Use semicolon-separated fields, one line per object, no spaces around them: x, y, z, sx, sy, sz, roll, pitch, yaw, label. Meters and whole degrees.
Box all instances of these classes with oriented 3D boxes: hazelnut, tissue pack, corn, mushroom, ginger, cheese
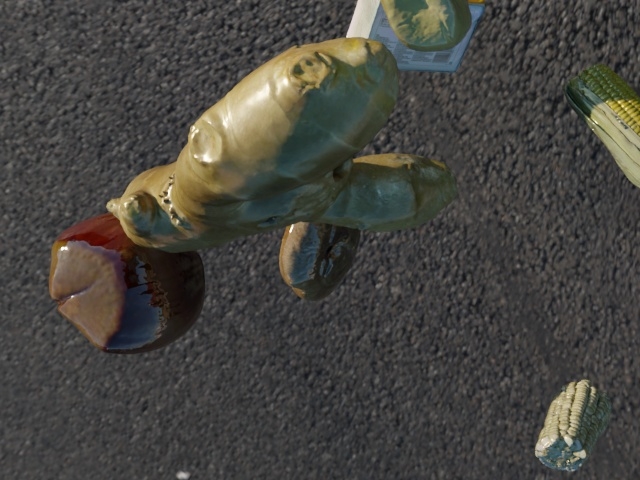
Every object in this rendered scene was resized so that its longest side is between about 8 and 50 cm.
-0.270;0.059;1.233;0.181;0.181;0.212;-29;79;15;hazelnut
0.189;-0.445;1.738;0.225;0.124;0.185;0;140;-17;tissue pack
0.623;-0.234;1.776;0.123;0.122;0.305;-32;68;-1;corn
0.000;0.000;1.788;0.146;0.278;0.278;17;124;20;mushroom
0.364;0.272;1.238;0.087;0.211;0.087;8;110;24;corn
-0.070;-0.052;0.765;0.348;0.363;0.122;-12;84;14;ginger
0.168;-0.424;1.408;0.117;0.214;0.226;-14;118;25;cheese
